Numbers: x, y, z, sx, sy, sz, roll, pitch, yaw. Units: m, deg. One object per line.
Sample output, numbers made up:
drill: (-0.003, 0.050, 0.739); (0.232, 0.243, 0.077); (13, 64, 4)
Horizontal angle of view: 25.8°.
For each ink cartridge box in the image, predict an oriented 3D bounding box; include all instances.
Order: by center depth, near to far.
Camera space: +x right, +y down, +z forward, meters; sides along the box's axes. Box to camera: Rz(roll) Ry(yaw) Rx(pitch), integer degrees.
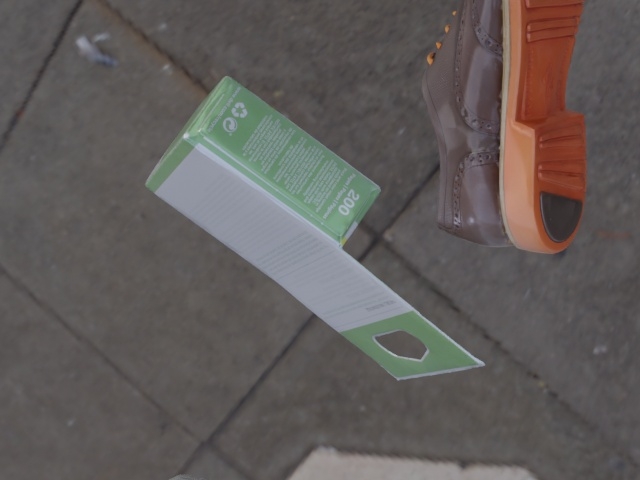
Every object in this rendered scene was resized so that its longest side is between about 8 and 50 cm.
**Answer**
ink cartridge box: (0.000, 0.000, 0.929); (0.235, 0.056, 0.171); (36, 164, -8)

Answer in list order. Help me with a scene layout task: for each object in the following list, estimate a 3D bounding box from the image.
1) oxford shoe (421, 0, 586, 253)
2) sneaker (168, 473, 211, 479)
oxford shoe: (0.141, -0.172, 1.168); (0.133, 0.130, 0.363); (4, 96, 37)
sneaker: (-0.056, 0.294, 0.677); (0.150, 0.135, 0.366); (28, 127, 25)
